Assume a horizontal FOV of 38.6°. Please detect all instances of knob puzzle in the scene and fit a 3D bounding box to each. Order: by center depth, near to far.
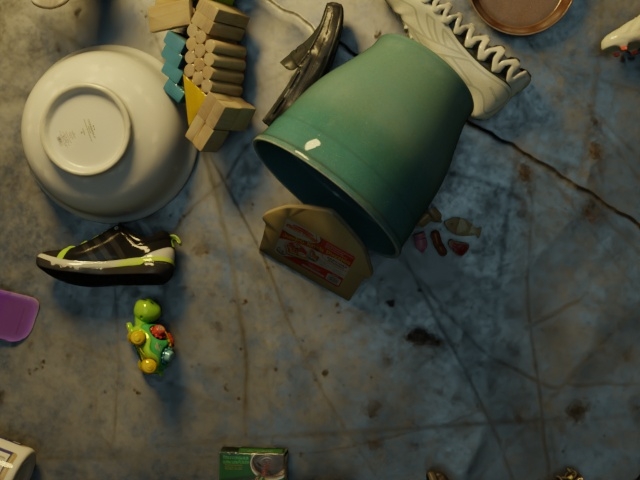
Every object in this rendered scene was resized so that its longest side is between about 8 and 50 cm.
[{"bbox_3d":[0.000,0.000,1.419,0.213,0.213,0.030,30,57,2],"label":"knob puzzle"}]

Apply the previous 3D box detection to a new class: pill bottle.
[{"bbox_3d":[-0.577,0.364,1.503,0.187,0.112,0.112,20,94,4],"label":"pill bottle"}]

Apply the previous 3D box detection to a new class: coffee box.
[{"bbox_3d":[-0.109,0.434,1.504,0.113,0.040,0.184,1,93,4],"label":"coffee box"}]

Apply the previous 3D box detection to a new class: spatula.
[{"bbox_3d":[-0.622,0.092,1.533,0.296,0.030,0.084,19,97,3],"label":"spatula"}]

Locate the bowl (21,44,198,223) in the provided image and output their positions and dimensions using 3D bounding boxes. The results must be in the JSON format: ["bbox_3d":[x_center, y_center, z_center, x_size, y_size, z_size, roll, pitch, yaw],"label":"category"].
[{"bbox_3d":[-0.351,-0.172,1.447,0.298,0.134,0.297,0,92,4],"label":"bowl"}]

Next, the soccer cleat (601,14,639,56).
[{"bbox_3d":[0.518,-0.340,1.404,0.196,0.068,0.076,-18,86,-2],"label":"soccer cleat"}]

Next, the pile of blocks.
[{"bbox_3d":[-0.178,-0.319,1.447,0.149,0.113,0.362,1,93,31],"label":"pile of blocks"}]

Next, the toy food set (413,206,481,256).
[{"bbox_3d":[0.189,-0.010,1.469,0.122,0.019,0.078,23,95,-5],"label":"toy food set"}]

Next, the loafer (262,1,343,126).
[{"bbox_3d":[-0.025,-0.273,1.442,0.078,0.076,0.223,21,98,-4],"label":"loafer"}]

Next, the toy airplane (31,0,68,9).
[{"bbox_3d":[-0.375,-0.596,1.356,0.384,0.272,0.386,-33,90,5],"label":"toy airplane"}]

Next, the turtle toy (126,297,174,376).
[{"bbox_3d":[-0.276,0.158,1.485,0.066,0.095,0.130,-21,92,-16],"label":"turtle toy"}]

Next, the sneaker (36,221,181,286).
[{"bbox_3d":[-0.343,0.020,1.497,0.235,0.084,0.097,2,69,4],"label":"sneaker"}]

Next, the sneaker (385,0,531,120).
[{"bbox_3d":[0.183,-0.304,1.415,0.292,0.110,0.118,41,104,2],"label":"sneaker"}]

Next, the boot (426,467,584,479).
[{"bbox_3d":[0.318,0.433,1.453,0.229,0.091,0.263,-32,75,-8],"label":"boot"}]

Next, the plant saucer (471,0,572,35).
[{"bbox_3d":[0.314,-0.404,1.432,0.168,0.029,0.168,0,94,4],"label":"plant saucer"}]

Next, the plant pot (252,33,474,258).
[{"bbox_3d":[0.085,-0.155,1.358,0.272,0.271,0.255,39,81,2],"label":"plant pot"}]
